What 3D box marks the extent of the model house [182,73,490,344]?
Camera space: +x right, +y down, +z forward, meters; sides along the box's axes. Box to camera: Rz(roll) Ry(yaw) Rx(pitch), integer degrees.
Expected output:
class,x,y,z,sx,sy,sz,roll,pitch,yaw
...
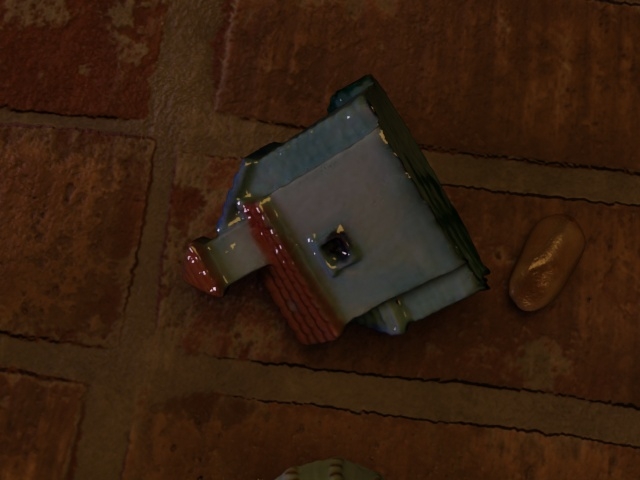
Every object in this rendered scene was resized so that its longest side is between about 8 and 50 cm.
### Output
class,x,y,z,sx,sy,sz,roll,pitch,yaw
model house,0.000,0.000,1.449,0.329,0.252,0.295,-31,98,9

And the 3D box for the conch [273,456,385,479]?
class,x,y,z,sx,sy,sz,roll,pitch,yaw
conch,0.032,0.413,1.256,0.303,0.215,0.319,40,77,-21

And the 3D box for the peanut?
class,x,y,z,sx,sy,sz,roll,pitch,yaw
peanut,0.301,0.029,1.515,0.076,0.076,0.152,31,69,7

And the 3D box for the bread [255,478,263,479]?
class,x,y,z,sx,sy,sz,roll,pitch,yaw
bread,-0.081,0.370,1.364,0.128,0.069,0.140,40,70,9
